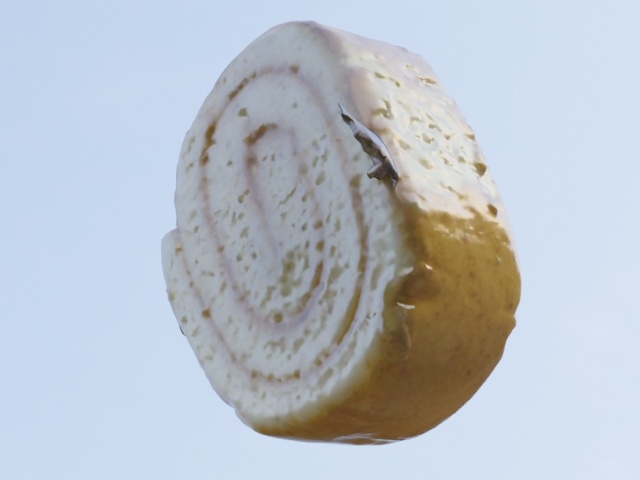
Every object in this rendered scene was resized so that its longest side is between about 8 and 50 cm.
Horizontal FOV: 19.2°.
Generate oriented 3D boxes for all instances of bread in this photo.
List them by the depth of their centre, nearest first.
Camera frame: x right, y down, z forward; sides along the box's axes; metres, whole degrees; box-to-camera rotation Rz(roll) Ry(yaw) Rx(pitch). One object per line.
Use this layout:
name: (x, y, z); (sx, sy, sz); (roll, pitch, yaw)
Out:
bread: (0.000, 0.000, 0.674); (0.073, 0.149, 0.122); (10, -43, -45)
